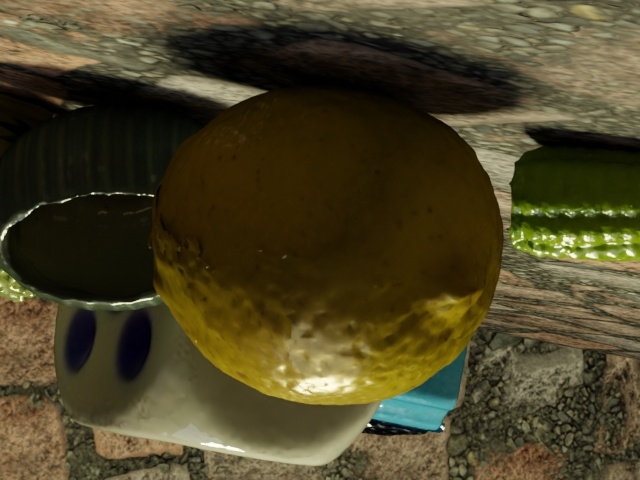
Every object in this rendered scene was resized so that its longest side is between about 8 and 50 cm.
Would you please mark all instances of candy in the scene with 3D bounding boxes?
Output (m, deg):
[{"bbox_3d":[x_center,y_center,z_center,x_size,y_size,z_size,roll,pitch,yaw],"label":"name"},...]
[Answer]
[{"bbox_3d":[0.255,-0.029,1.451,0.210,0.096,0.097,1,172,18],"label":"candy"}]

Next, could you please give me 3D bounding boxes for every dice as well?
[{"bbox_3d":[-0.096,0.068,1.892,0.277,0.304,0.304,13,173,-33],"label":"dice"}]

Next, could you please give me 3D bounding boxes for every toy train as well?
[{"bbox_3d":[0.065,0.096,2.113,0.188,0.265,0.300,11,176,-13],"label":"toy train"}]

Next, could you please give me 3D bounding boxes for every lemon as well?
[{"bbox_3d":[0.000,0.000,1.391,0.310,0.253,0.253,8,175,42],"label":"lemon"}]

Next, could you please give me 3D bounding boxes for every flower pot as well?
[{"bbox_3d":[-0.186,-0.032,1.640,0.243,0.189,0.157,-2,-150,5],"label":"flower pot"}]

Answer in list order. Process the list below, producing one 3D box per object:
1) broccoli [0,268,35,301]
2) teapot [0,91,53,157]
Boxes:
[{"bbox_3d":[-0.314,-0.012,2.079,0.302,0.186,0.254,21,160,-32],"label":"broccoli"},{"bbox_3d":[-0.351,-0.053,1.758,0.270,0.182,0.173,12,175,-7],"label":"teapot"}]
